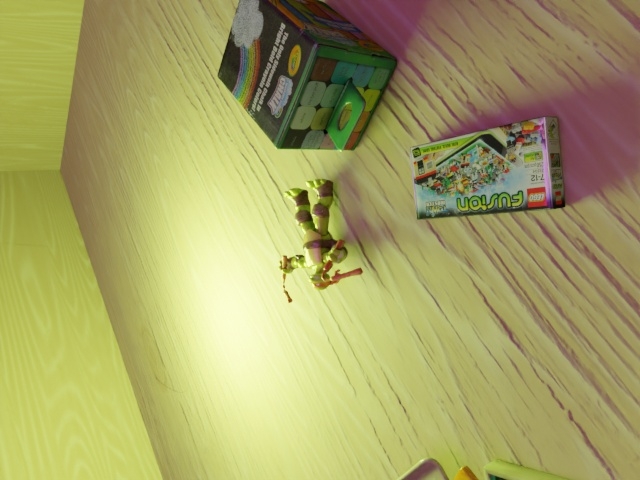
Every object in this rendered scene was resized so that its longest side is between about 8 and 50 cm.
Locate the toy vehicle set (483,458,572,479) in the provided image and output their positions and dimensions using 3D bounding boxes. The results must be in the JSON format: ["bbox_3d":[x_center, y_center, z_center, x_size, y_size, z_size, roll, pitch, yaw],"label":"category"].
[{"bbox_3d":[0.319,0.448,0.637,0.166,0.035,0.266,-10,89,50],"label":"toy vehicle set"}]

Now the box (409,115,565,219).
[{"bbox_3d":[0.219,-0.091,0.657,0.207,0.036,0.114,-4,94,50],"label":"box"}]

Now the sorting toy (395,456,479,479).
[{"bbox_3d":[0.201,0.451,0.749,0.196,0.047,0.347,57,147,30],"label":"sorting toy"}]

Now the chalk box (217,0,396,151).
[{"bbox_3d":[-0.012,-0.266,0.793,0.289,0.179,0.180,52,131,29],"label":"chalk box"}]

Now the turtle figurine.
[{"bbox_3d":[0.000,0.000,0.896,0.269,0.087,0.217,-20,74,58],"label":"turtle figurine"}]
